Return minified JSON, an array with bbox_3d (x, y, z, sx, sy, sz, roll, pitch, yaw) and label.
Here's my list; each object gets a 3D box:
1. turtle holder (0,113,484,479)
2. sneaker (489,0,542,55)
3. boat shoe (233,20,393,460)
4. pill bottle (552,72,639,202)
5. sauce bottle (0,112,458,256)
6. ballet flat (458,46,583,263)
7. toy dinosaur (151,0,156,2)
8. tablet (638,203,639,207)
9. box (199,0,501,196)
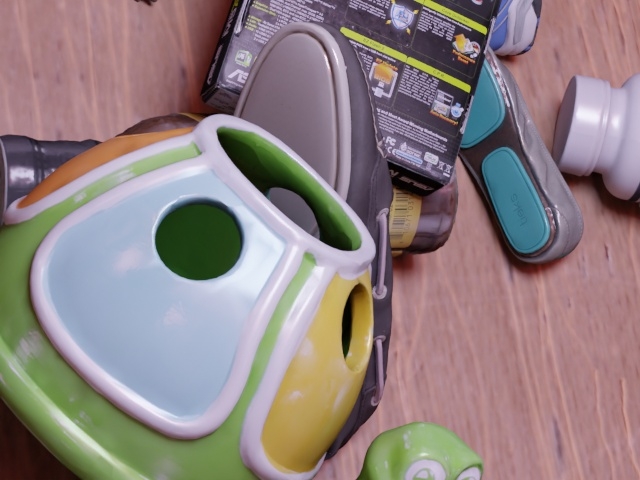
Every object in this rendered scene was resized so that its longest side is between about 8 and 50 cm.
[{"bbox_3d":[-0.070,0.069,1.167,0.243,0.227,0.320,18,29,-51],"label":"turtle holder"},{"bbox_3d":[0.139,-0.237,1.505,0.081,0.211,0.080,-8,36,-15],"label":"sneaker"},{"bbox_3d":[0.000,0.000,1.312,0.112,0.335,0.095,23,30,36],"label":"boat shoe"},{"bbox_3d":[0.288,-0.080,1.536,0.180,0.108,0.108,12,64,-3],"label":"pill bottle"},{"bbox_3d":[-0.070,-0.041,1.379,0.344,0.111,0.111,0,68,-24],"label":"sauce bottle"},{"bbox_3d":[0.150,-0.079,1.521,0.068,0.072,0.213,-6,70,-52],"label":"ballet flat"},{"bbox_3d":[-0.041,-0.271,1.492,0.296,0.127,0.200,18,52,3],"label":"toy dinosaur"},{"bbox_3d":[0.313,-0.021,1.587,0.083,0.006,0.054,-18,76,-27],"label":"tablet"},{"bbox_3d":[0.028,-0.151,1.364,0.191,0.045,0.184,22,68,-16],"label":"box"}]
